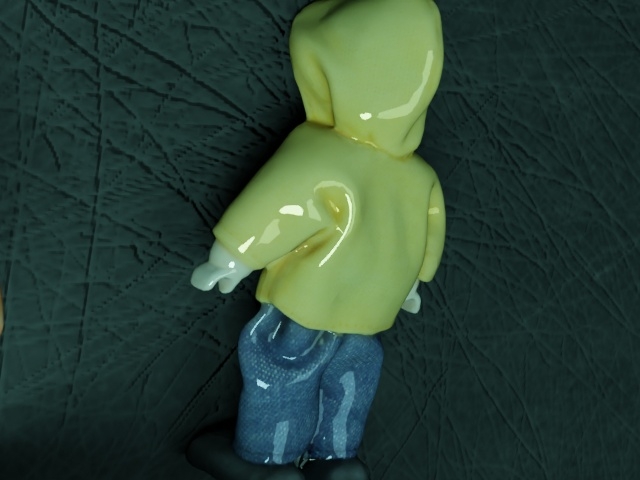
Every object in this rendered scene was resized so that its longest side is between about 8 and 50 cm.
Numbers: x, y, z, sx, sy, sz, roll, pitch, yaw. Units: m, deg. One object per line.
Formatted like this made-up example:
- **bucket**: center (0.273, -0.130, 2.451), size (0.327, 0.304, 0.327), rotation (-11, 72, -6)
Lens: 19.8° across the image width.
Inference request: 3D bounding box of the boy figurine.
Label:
- **boy figurine**: center (0.000, 0.000, 1.008), size (0.177, 0.092, 0.285), rotation (-1, 105, -47)

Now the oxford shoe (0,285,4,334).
- **oxford shoe**: center (-0.287, -0.042, 0.687), size (0.364, 0.130, 0.132), rotation (18, 59, -43)
